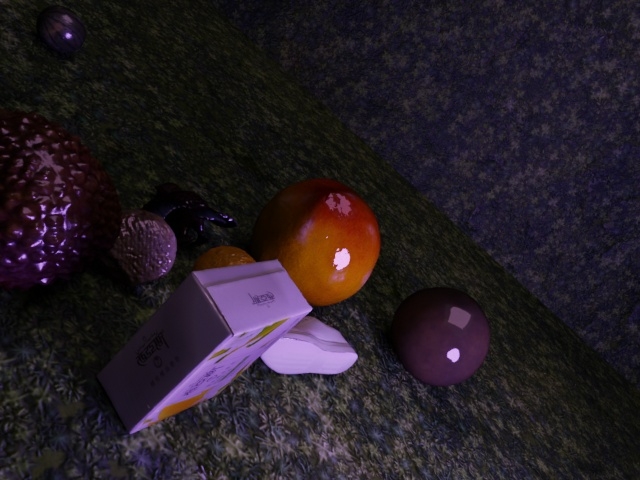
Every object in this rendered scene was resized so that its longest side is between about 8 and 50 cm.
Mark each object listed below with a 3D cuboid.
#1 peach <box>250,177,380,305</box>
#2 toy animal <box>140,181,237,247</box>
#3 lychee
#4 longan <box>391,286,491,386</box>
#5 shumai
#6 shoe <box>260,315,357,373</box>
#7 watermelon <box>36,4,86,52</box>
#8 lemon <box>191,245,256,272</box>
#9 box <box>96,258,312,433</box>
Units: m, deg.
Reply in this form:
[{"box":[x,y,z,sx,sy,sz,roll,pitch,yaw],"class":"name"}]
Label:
[{"box":[0.004,0.002,1.314,0.289,0.308,0.288,26,47,-32],"class":"peach"},{"box":[-0.276,-0.072,1.226,0.219,0.116,0.179,0,49,-48],"class":"toy animal"},{"box":[-0.407,-0.049,0.853,0.271,0.271,0.271,34,26,-20],"class":"lychee"},{"box":[0.297,0.239,1.471,0.258,0.258,0.258,34,26,-20],"class":"longan"},{"box":[-0.330,0.011,1.044,0.146,0.145,0.116,34,-16,-21],"class":"shumai"},{"box":[-0.038,0.204,1.191,0.265,0.095,0.110,25,24,-46],"class":"shoe"},{"box":[-0.615,-0.498,1.417,0.133,0.105,0.105,51,11,-51],"class":"watermelon"},{"box":[-0.175,0.082,1.107,0.142,0.142,0.187,19,29,-43],"class":"lemon"},{"box":[-0.169,0.150,0.866,0.111,0.260,0.195,56,28,15],"class":"box"}]
